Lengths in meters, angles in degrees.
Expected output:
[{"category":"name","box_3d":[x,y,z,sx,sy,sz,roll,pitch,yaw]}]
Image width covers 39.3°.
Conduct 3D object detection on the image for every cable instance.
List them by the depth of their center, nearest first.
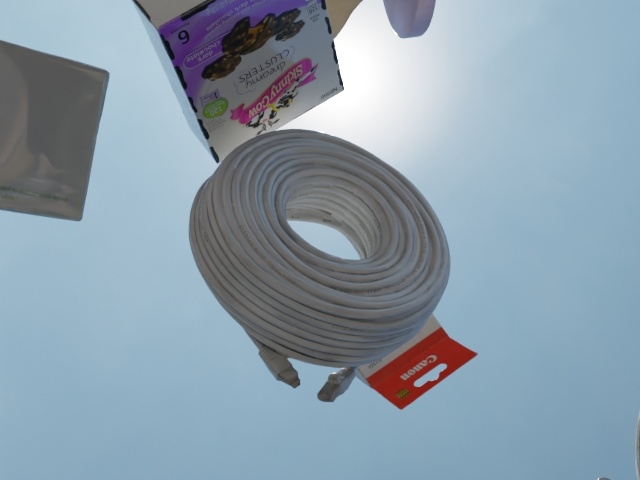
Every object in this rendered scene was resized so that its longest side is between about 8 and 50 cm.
[{"category":"cable","box_3d":[0.000,0.000,0.866,0.257,0.257,0.089,44,-45,15]}]

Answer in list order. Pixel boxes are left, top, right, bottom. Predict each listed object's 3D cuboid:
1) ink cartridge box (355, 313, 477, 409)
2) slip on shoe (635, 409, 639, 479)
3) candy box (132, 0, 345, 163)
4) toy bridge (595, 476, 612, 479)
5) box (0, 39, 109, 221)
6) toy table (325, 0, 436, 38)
[{"category":"ink cartridge box","box_3d":[0.103,0.141,1.243,0.145,0.045,0.179,-31,-145,-23]},{"category":"slip on shoe","box_3d":[0.328,0.242,0.736,0.123,0.101,0.331,-4,-131,12]},{"category":"candy box","box_3d":[-0.074,-0.194,0.889,0.165,0.196,0.070,-32,-124,-9]},{"category":"toy bridge","box_3d":[0.339,0.312,1.054,0.026,0.188,0.063,-39,-110,25]},{"category":"box","box_3d":[-0.203,-0.070,0.566,0.087,0.101,0.102,6,-94,52]},{"category":"toy table","box_3d":[0.048,-0.395,1.169,0.161,0.252,0.274,-12,-77,-13]}]
